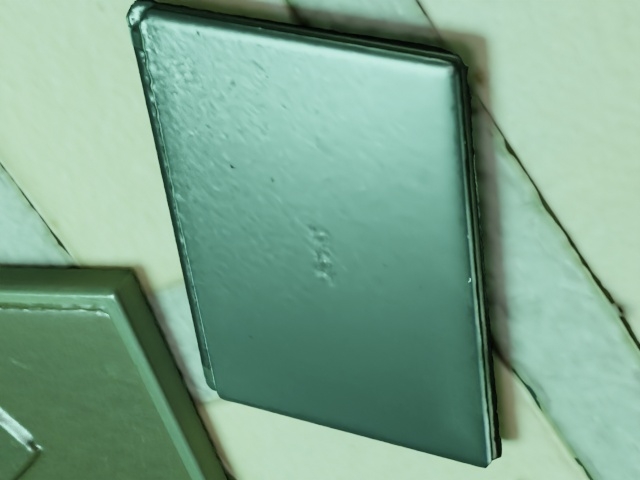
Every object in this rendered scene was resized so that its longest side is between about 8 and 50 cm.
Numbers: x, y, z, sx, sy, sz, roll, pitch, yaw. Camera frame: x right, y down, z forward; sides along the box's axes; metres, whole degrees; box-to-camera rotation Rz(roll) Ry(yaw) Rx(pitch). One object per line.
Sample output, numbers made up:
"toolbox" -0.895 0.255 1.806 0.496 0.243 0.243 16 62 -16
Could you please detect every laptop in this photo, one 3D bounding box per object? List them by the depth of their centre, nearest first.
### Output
"laptop" 0.000 0.000 0.638 0.129 0.016 0.180 12 133 25

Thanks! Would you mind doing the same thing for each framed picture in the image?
"framed picture" -0.158 0.090 0.821 0.265 0.018 0.192 1 127 32
